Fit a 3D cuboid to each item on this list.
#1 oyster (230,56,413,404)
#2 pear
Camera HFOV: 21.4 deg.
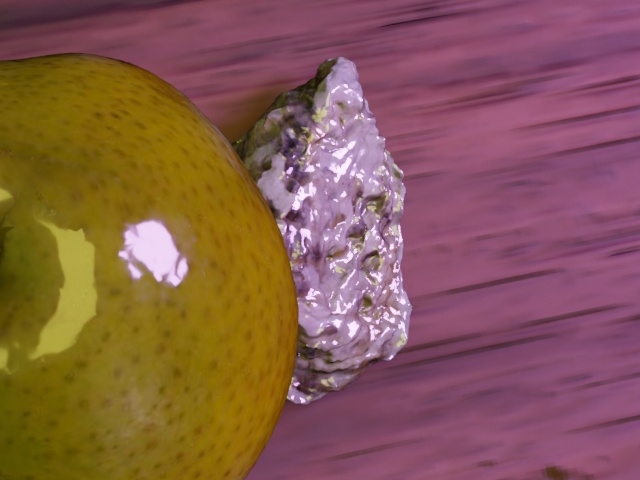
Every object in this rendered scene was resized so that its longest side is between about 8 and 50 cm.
[{"bbox_3d":[0.001,0.000,0.605,0.098,0.037,0.100,-39,92,-10],"label":"oyster"},{"bbox_3d":[-0.094,0.016,0.500,0.180,0.216,0.166,12,79,-2],"label":"pear"}]
